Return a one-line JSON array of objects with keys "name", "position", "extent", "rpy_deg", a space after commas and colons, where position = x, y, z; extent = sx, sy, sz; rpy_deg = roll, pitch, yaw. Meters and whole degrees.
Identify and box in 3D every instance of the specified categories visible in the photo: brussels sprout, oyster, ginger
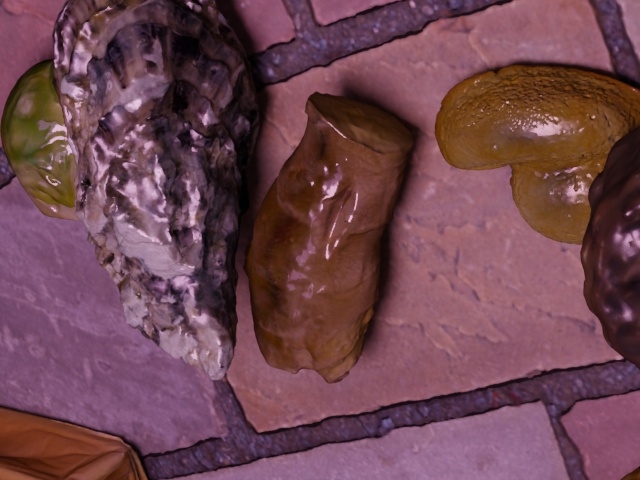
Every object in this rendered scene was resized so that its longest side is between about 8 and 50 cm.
[{"name": "brussels sprout", "position": [-0.219, -0.089, 1.542], "extent": [0.155, 0.117, 0.155], "rpy_deg": [5, 101, 24]}, {"name": "oyster", "position": [-0.125, -0.056, 1.445], "extent": [0.162, 0.158, 0.351], "rpy_deg": [-11, 92, 7]}, {"name": "ginger", "position": [0.000, 0.000, 1.459], "extent": [0.116, 0.109, 0.263], "rpy_deg": [53, 138, 47]}]

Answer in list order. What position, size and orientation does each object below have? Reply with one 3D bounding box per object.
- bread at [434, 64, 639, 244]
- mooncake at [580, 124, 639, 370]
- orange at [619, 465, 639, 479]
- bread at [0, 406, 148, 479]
[{"name": "bread", "position": [0.169, -0.059, 1.359], "extent": [0.188, 0.065, 0.149], "rpy_deg": [7, 121, 26]}, {"name": "mooncake", "position": [0.298, 0.012, 1.258], "extent": [0.228, 0.124, 0.228], "rpy_deg": [10, 126, 14]}, {"name": "orange", "position": [0.295, 0.345, 1.324], "extent": [0.271, 0.210, 0.368], "rpy_deg": [-4, 86, 41]}, {"name": "bread", "position": [-0.301, 0.245, 1.740], "extent": [0.241, 0.136, 0.107], "rpy_deg": [10, 117, 25]}]
